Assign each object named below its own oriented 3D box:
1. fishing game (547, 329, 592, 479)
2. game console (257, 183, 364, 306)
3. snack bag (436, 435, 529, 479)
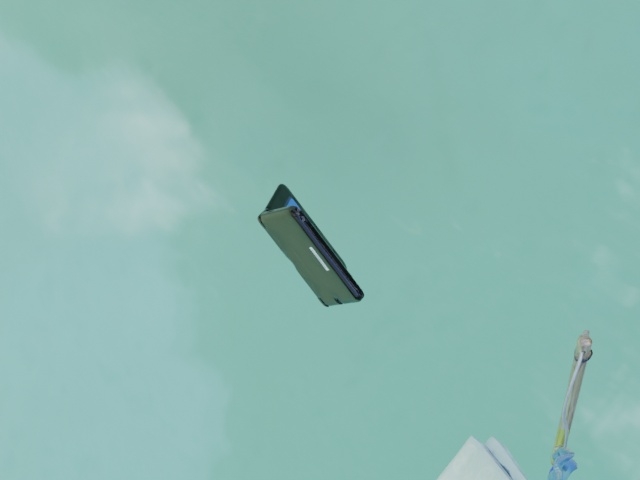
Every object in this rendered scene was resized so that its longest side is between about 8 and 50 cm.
[{"bbox_3d":[0.111,0.194,0.772,0.041,0.264,0.189,10,142,9],"label":"fishing game"},{"bbox_3d":[0.000,0.000,1.608,0.071,0.107,0.122,-46,107,-27],"label":"game console"},{"bbox_3d":[0.108,0.366,1.446,0.037,0.342,0.323,36,96,-20],"label":"snack bag"}]
